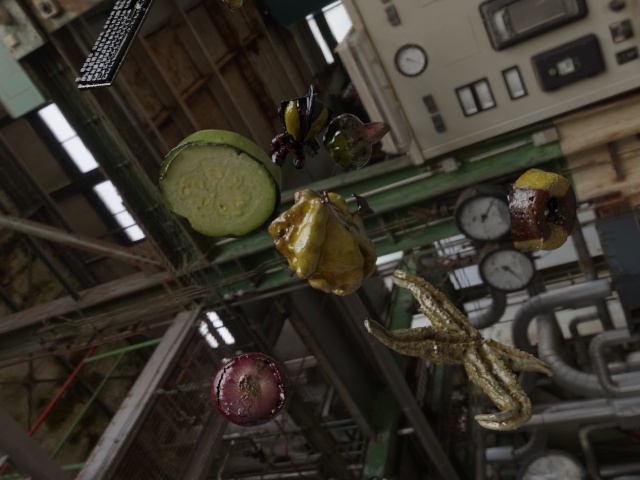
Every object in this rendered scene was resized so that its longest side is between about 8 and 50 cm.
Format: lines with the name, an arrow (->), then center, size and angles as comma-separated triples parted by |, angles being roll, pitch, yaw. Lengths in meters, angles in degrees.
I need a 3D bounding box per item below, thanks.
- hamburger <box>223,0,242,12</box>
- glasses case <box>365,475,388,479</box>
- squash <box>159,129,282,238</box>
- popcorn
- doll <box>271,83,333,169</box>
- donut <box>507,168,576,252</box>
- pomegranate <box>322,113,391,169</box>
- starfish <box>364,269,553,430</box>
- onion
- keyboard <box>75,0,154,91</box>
hamburger -> -0.246, -0.707, 1.490 | 0.237, 0.149, 0.237 | 48, -171, -11
glasses case -> 0.058, 0.447, 0.883 | 0.122, 0.075, 0.314 | -49, -26, -35
squash -> -0.168, -0.117, 1.070 | 0.220, 0.220, 0.133 | 51, -145, -38
popcorn -> 0.000, 0.000, 1.544 | 0.316, 0.281, 0.297 | 24, -150, -38
doll -> -0.047, -0.267, 1.444 | 0.127, 0.248, 0.088 | -19, -115, -34
donut -> 0.363, -0.045, 0.972 | 0.140, 0.059, 0.140 | -7, -79, -36
pomegranate -> 0.084, -0.246, 1.457 | 0.125, 0.163, 0.138 | -30, -81, -53
starfish -> 0.253, 0.208, 1.218 | 0.324, 0.432, 0.082 | -17, -45, -50
onion -> -0.220, 0.476, 1.899 | 0.161, 0.248, 0.248 | 95, 174, -60
keyboard -> -0.430, -0.452, 1.278 | 0.027, 0.106, 0.317 | 51, -134, -53
